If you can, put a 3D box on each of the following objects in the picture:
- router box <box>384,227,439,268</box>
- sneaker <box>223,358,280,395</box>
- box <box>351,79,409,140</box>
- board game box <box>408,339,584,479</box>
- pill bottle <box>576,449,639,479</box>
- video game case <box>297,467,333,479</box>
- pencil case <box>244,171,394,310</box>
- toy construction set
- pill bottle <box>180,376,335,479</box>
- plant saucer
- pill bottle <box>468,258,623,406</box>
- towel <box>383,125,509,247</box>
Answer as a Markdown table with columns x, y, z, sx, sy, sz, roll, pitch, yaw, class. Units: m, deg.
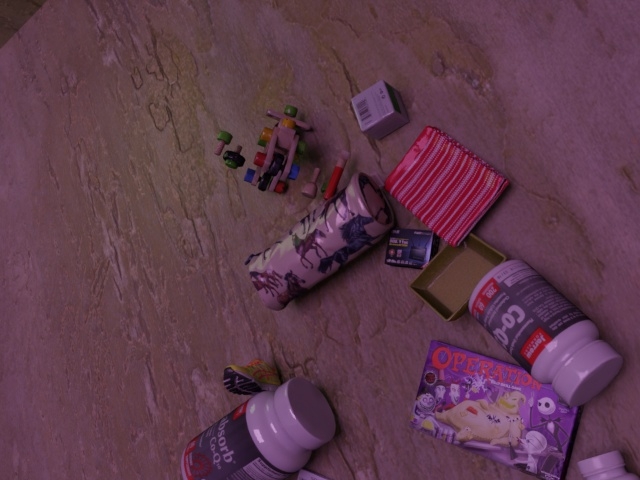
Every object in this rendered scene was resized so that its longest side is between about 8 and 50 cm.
| x | y | z | sx | sy | sz | roll | pitch | yaw | class |
| --- | --- | --- | --- | --- | --- | --- | --- | --- | --- |
| 0.219 | 0.020 | 1.710 | 0.123 | 0.038 | 0.092 | 5 | 82 | 35 | router box |
| -0.175 | 0.340 | 1.815 | 0.082 | 0.208 | 0.094 | -21 | 57 | 24 | sneaker |
| 0.150 | -0.326 | 1.801 | 0.102 | 0.087 | 0.101 | -28 | 66 | 26 | box |
| 0.370 | 0.358 | 1.531 | 0.347 | 0.056 | 0.208 | 13 | 83 | 36 | board game box |
| 0.555 | 0.493 | 1.333 | 0.112 | 0.112 | 0.186 | -28 | 66 | 27 | pill bottle |
| -0.008 | 0.653 | 1.741 | 0.143 | 0.019 | 0.157 | 10 | 86 | 36 | video game case |
| 0.000 | 0.000 | 1.779 | 0.410 | 0.160 | 0.183 | -37 | 36 | 25 | pencil case |
| -0.068 | -0.247 | 1.876 | 0.309 | 0.257 | 0.237 | 19 | 78 | 15 | toy construction set |
| -0.151 | 0.498 | 1.755 | 0.363 | 0.210 | 0.210 | -39 | 61 | 21 | pill bottle |
| 0.308 | 0.082 | 1.582 | 0.188 | 0.045 | 0.188 | -47 | 30 | 2 | plant saucer |
| 0.444 | 0.182 | 1.429 | 0.161 | 0.161 | 0.283 | -52 | 50 | 14 | pill bottle |
| 0.283 | -0.133 | 1.677 | 0.198 | 0.031 | 0.275 | -53 | 50 | 10 | towel |
